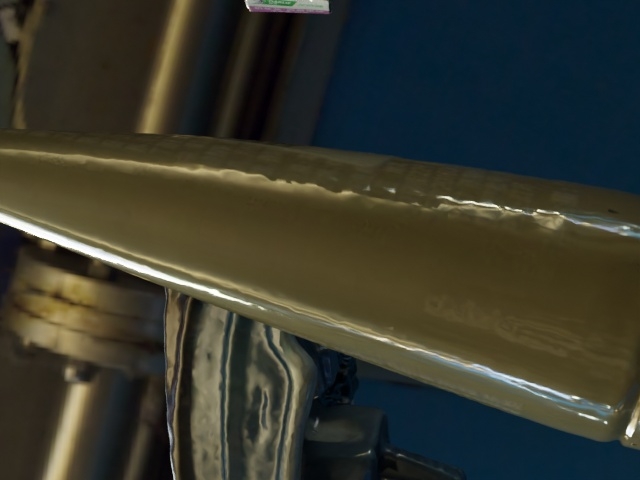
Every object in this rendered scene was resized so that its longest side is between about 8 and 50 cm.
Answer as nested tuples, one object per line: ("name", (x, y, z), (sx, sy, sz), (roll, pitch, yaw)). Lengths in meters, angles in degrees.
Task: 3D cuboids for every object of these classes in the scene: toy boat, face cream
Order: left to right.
("face cream", (0.000, 0.000, 0.462), (0.341, 0.137, 0.084), (14, -82, 10))
("toy boat", (0.007, 0.115, 0.663), (0.129, 0.142, 0.309), (-69, 156, -60))

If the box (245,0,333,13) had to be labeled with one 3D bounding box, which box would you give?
("box", (-0.013, -0.230, 0.736), (0.041, 0.049, 0.207), (82, 11, -81))
